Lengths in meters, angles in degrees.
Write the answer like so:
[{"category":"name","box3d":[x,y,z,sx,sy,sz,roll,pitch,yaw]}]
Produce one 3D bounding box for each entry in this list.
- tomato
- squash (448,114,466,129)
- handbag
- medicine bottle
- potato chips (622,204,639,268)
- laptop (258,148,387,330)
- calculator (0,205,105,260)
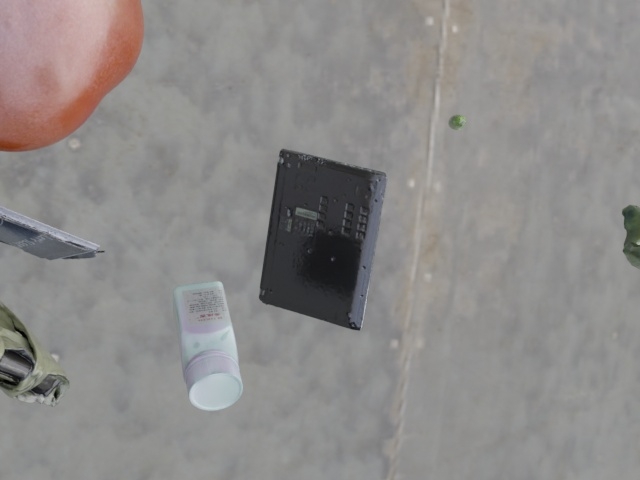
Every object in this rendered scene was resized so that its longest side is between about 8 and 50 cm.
[{"category":"tomato","box3d":[-0.378,-0.279,1.274,0.322,0.322,0.321,-8,102,-44]},{"category":"squash","box3d":[0.213,-0.185,1.646,0.089,0.027,0.027,-19,115,-84]},{"category":"handbag","box3d":[-0.527,0.134,1.592,0.109,0.253,0.316,-50,146,-5]},{"category":"medicine bottle","box3d":[-0.110,0.104,1.022,0.055,0.118,0.074,-6,129,-11]},{"category":"potato chips","box3d":[0.401,-0.008,0.684,0.389,0.373,0.097,-19,128,5]},{"category":"laptop","box3d":[0.000,0.000,1.149,0.016,0.129,0.180,-26,128,-62]},{"category":"calculator","box3d":[-0.468,-0.025,1.566,0.274,0.166,0.028,27,68,-38]}]
